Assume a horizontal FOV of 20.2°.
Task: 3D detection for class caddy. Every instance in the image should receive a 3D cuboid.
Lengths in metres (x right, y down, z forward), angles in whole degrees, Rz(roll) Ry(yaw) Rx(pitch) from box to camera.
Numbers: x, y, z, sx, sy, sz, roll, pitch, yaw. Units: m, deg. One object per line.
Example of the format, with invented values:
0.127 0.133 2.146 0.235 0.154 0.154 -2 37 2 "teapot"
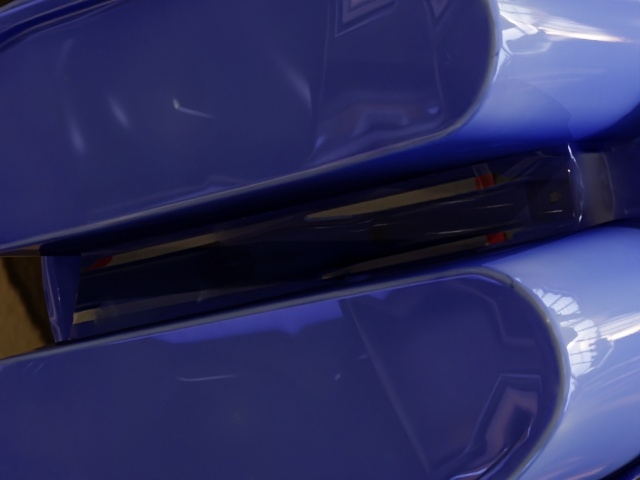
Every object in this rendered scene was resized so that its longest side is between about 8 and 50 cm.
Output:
0.000 0.000 0.701 0.341 0.179 0.241 -12 87 32 "caddy"
